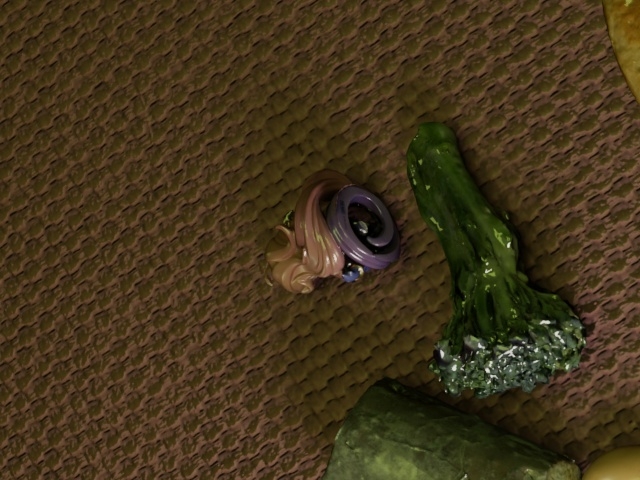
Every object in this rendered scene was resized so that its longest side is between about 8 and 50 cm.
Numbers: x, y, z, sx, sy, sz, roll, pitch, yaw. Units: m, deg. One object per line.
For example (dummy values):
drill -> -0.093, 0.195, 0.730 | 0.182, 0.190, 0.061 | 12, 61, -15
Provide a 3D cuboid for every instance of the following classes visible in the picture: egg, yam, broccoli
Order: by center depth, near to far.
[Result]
egg -> 0.307, 0.244, 1.900 | 0.096, 0.080, 0.080 | -19, 82, 27
yam -> 0.133, 0.252, 1.940 | 0.268, 0.161, 0.161 | 23, 99, 25
broccoli -> 0.156, 0.016, 1.954 | 0.165, 0.145, 0.304 | -27, 66, 18

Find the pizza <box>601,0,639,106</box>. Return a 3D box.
pizza -> 0.439, -0.176, 1.824 | 0.409, 0.114, 0.277 | 35, 105, 20

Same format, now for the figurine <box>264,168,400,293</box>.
figurine -> -0.003, -0.003, 2.027 | 0.157, 0.114, 0.126 | -19, 66, 25
